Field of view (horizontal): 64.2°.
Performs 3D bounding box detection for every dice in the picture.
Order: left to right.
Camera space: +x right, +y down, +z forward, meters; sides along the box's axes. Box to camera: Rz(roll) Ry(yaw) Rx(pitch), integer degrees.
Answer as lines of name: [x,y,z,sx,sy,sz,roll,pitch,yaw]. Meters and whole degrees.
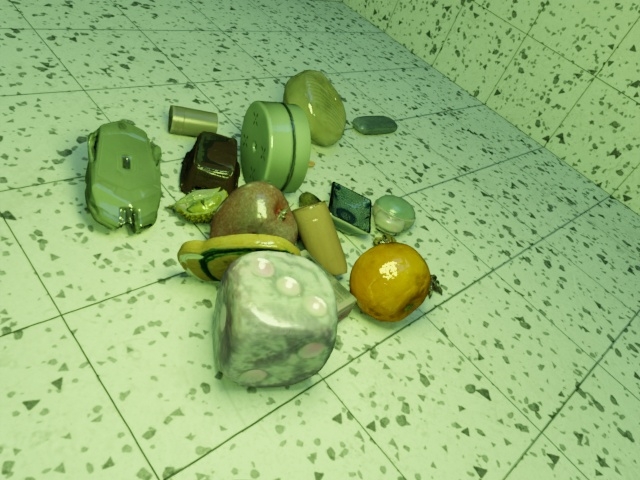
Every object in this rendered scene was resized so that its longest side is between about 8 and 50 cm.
dice: [-0.124,0.209,1.340,0.271,0.270,0.270,5,44,-23]

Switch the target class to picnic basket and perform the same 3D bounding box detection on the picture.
picnic basket: [-0.394,-0.283,1.865,0.222,0.129,0.297,11,40,-14]

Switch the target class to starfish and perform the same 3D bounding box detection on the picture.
starfish: [0.264,0.034,1.904,0.146,0.074,0.190,13,38,-5]

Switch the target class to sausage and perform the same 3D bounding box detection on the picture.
sausage: [0.000,0.000,1.686,0.123,0.123,0.253,-30,104,-46]

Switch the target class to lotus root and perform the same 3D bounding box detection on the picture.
lotus root: [-0.025,-0.120,1.906,0.080,0.089,0.179,-32,55,-1]

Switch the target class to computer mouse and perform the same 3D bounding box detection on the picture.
computer mouse: [-0.636,-0.197,1.637,0.228,0.145,0.429,7,54,-32]

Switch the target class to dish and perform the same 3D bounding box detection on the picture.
dish: [0.100,-0.105,1.954,0.181,0.080,0.243,25,35,-11]

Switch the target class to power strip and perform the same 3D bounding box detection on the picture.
power strip: [-0.174,-0.353,1.887,0.161,0.357,0.357,-2,46,-27]

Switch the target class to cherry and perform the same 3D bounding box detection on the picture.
cherry: [-0.207,-0.045,1.597,0.261,0.307,0.221,63,14,-11]

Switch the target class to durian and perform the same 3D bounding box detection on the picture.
durian: [-0.408,-0.104,1.694,0.208,0.102,0.146,-1,38,4]

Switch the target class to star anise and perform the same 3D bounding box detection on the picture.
star anise: [0.387,0.149,1.859,0.141,0.042,0.141,14,39,-12]

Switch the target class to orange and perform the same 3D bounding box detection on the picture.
orange: [0.219,0.127,1.624,0.261,0.261,0.261,15,40,-13]

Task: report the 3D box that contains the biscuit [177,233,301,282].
biscuit: [-0.224,0.074,1.467,0.343,0.287,0.057,-4,61,8]

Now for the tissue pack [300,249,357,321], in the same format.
tissue pack: [-0.030,0.156,1.590,0.246,0.092,0.148,44,41,22]

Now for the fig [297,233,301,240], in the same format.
fig: [-0.073,-0.061,1.798,0.156,0.123,0.123,10,40,1]

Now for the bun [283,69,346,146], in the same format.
bun: [-0.038,-0.588,2.295,0.326,0.234,0.362,-2,70,-63]

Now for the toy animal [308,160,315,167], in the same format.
toy animal: [-0.090,-0.323,2.119,0.159,0.070,0.083,13,-2,-33]

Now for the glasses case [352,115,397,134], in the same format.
glasses case: [0.283,-0.594,2.619,0.282,0.067,0.109,-12,55,-39]

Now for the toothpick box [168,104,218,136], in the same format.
toothpick box: [-0.509,-0.469,2.029,0.180,0.111,0.111,4,43,-25]

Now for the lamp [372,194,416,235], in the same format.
lamp: [0.293,-0.111,2.029,0.179,0.108,0.246,23,30,9]
